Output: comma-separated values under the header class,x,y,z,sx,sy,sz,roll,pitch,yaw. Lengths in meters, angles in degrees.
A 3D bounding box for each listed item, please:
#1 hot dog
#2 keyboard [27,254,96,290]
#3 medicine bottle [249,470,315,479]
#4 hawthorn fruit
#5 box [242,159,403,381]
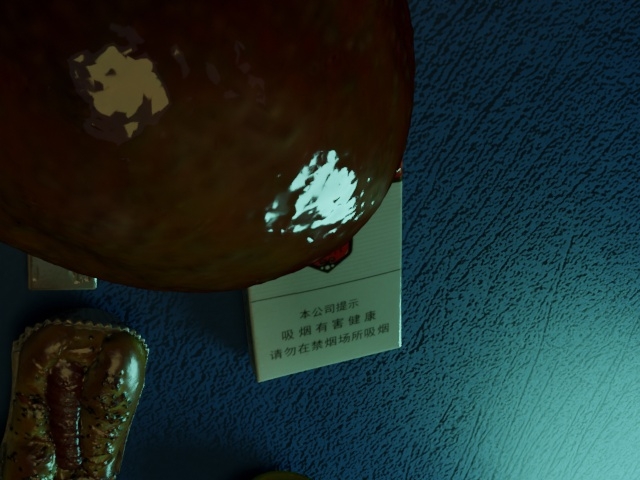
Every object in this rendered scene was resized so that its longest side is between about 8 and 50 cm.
class,x,y,z,sx,sy,sz,roll,pitch,yaw
hot dog,-0.200,0.138,0.766,0.108,0.059,0.191,7,120,-20
keyboard,-0.185,-0.037,0.686,0.055,0.017,0.165,0,120,-16
medicine bottle,-0.046,0.341,0.944,0.095,0.064,0.260,-6,122,-15
hawthorn fruit,-0.080,-0.092,0.552,0.285,0.284,0.369,-36,145,3
box,0.000,0.000,0.768,0.139,0.035,0.245,-11,124,-14
